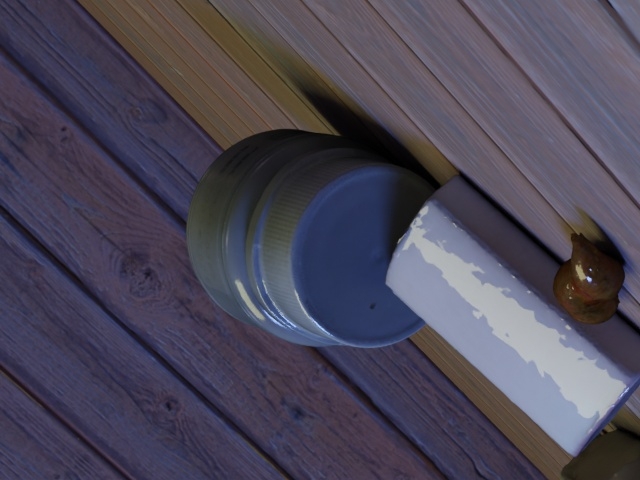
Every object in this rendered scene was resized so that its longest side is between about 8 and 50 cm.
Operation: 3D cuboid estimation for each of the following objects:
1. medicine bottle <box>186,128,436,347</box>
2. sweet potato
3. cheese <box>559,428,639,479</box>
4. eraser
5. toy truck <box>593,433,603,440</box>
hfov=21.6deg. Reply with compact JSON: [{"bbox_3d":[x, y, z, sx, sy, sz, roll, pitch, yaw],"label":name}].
[{"bbox_3d":[0.000,0.000,1.910,0.245,0.245,0.306,45,169,-21],"label":"medicine bottle"},{"bbox_3d":[0.233,0.040,1.456,0.055,0.058,0.202,64,-178,17],"label":"sweet potato"},{"bbox_3d":[0.432,0.361,2.182,0.233,0.127,0.266,45,176,-9],"label":"cheese"},{"bbox_3d":[0.196,0.077,1.675,0.270,0.095,0.174,43,149,15],"label":"eraser"},{"bbox_3d":[0.421,0.347,2.441,0.115,0.080,0.178,37,175,17],"label":"toy truck"}]
